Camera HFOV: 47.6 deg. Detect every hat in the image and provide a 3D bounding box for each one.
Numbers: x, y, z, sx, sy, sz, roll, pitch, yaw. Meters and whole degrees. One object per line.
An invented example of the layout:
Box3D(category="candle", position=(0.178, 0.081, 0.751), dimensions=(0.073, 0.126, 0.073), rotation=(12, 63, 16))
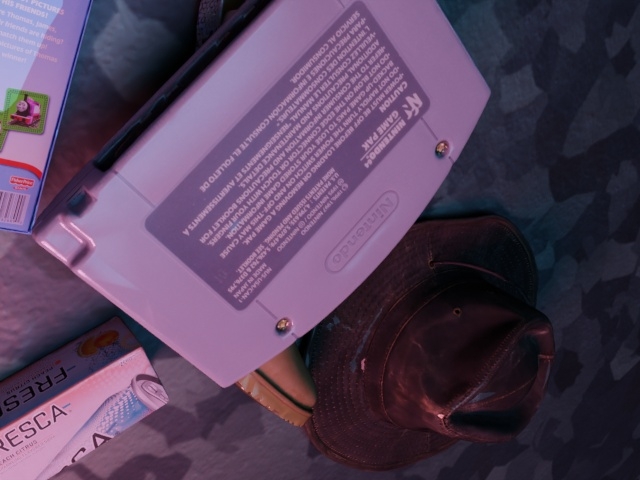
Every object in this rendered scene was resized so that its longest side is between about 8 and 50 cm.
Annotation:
Box3D(category="hat", position=(0.146, 0.133, 0.741), dimensions=(0.331, 0.134, 0.331), rotation=(-15, 119, -29))

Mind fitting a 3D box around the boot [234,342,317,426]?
Box3D(category="boot", position=(0.000, 0.000, 0.609), dimensions=(0.269, 0.089, 0.236), rotation=(-48, 129, -10))

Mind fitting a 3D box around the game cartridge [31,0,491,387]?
Box3D(category="game cartridge", position=(-0.019, -0.052, 0.502), dimensions=(0.297, 0.062, 0.198), rotation=(-47, 127, -7))

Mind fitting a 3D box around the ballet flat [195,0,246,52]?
Box3D(category="ballet flat", position=(-0.045, -0.179, 0.513), dimensions=(0.070, 0.070, 0.189), rotation=(-2, 112, -34))

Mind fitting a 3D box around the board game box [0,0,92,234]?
Box3D(category="board game box", position=(-0.228, -0.119, 0.427), dimensions=(0.160, 0.039, 0.212), rotation=(11, 104, -38))

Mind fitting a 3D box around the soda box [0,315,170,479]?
Box3D(category="soda box", position=(-0.211, 0.135, 0.539), dimensions=(0.183, 0.058, 0.063), rotation=(-31, 125, -20))
